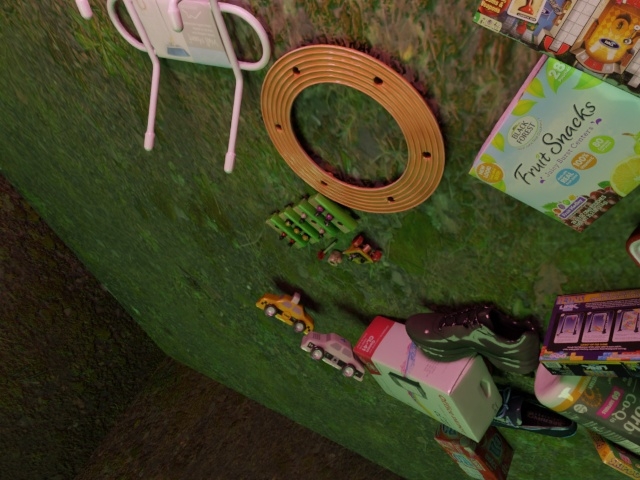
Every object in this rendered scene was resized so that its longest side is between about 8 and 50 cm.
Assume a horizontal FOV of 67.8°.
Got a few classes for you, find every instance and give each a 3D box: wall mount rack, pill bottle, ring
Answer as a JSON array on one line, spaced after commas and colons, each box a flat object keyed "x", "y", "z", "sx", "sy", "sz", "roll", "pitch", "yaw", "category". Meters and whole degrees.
[{"x": -0.248, "y": -0.287, "z": 0.819, "sx": 0.350, "sy": 0.130, "sz": 0.304, "roll": 19, "pitch": 147, "yaw": 25, "category": "wall mount rack"}, {"x": 0.557, "y": 0.290, "z": 0.867, "sx": 0.279, "sy": 0.162, "sz": 0.162, "roll": 27, "pitch": 149, "yaw": 10, "category": "pill bottle"}, {"x": 0.050, "y": -0.175, "z": 0.801, "sx": 0.337, "sy": 0.032, "sz": 0.336, "roll": 23, "pitch": 148, "yaw": 16, "category": "ring"}]

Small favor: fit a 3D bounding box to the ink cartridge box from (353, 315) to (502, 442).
[{"x": 0.264, "y": 0.337, "z": 1.196, "sx": 0.306, "sy": 0.131, "sz": 0.226, "roll": 14, "pitch": 146, "yaw": 51, "category": "ink cartridge box"}]

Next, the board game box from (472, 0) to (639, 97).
[{"x": 0.294, "y": -0.219, "z": 0.447, "sx": 0.260, "sy": 0.030, "sz": 0.136, "roll": 28, "pitch": 117, "yaw": 8, "category": "board game box"}]

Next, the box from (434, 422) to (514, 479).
[{"x": 0.480, "y": 0.636, "z": 1.479, "sx": 0.128, "sy": 0.122, "sz": 0.256, "roll": -6, "pitch": 132, "yaw": 47, "category": "box"}]

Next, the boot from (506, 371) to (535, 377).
[{"x": 0.428, "y": 0.278, "z": 1.079, "sx": 0.087, "sy": 0.042, "sz": 0.118, "roll": 11, "pitch": 153, "yaw": 48, "category": "boot"}]

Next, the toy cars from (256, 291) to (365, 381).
[{"x": -0.021, "y": 0.242, "z": 1.333, "sx": 0.394, "sy": 0.087, "sz": 0.177, "roll": 34, "pitch": -173, "yaw": 38, "category": "toy cars"}]

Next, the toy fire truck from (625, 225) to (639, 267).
[{"x": 0.548, "y": 0.034, "z": 0.527, "sx": 0.253, "sy": 0.169, "sz": 0.302, "roll": 51, "pitch": 149, "yaw": 6, "category": "toy fire truck"}]

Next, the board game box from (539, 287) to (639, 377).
[{"x": 0.460, "y": 0.150, "z": 0.773, "sx": 0.048, "sy": 0.141, "sz": 0.170, "roll": 46, "pitch": 148, "yaw": -18, "category": "board game box"}]

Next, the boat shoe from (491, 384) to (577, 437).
[{"x": 0.494, "y": 0.415, "z": 1.184, "sx": 0.259, "sy": 0.108, "sz": 0.089, "roll": 1, "pitch": 151, "yaw": 20, "category": "boat shoe"}]

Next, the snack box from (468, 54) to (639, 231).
[{"x": 0.311, "y": -0.124, "z": 0.587, "sx": 0.175, "sy": 0.070, "sz": 0.207, "roll": 30, "pitch": 148, "yaw": 6, "category": "snack box"}]

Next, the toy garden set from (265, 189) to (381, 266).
[{"x": 0.000, "y": 0.000, "z": 1.068, "sx": 0.204, "sy": 0.049, "sz": 0.244, "roll": 40, "pitch": 152, "yaw": -19, "category": "toy garden set"}]

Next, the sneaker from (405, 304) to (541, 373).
[{"x": 0.321, "y": 0.187, "z": 1.018, "sx": 0.287, "sy": 0.109, "sz": 0.130, "roll": 5, "pitch": 134, "yaw": 25, "category": "sneaker"}]

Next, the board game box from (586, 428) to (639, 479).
[{"x": 0.589, "y": 0.392, "z": 0.937, "sx": 0.124, "sy": 0.039, "sz": 0.259, "roll": 27, "pitch": -167, "yaw": 8, "category": "board game box"}]

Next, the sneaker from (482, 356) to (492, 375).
[{"x": 0.374, "y": 0.301, "z": 1.178, "sx": 0.119, "sy": 0.047, "sz": 0.057, "roll": 47, "pitch": 154, "yaw": -9, "category": "sneaker"}]
